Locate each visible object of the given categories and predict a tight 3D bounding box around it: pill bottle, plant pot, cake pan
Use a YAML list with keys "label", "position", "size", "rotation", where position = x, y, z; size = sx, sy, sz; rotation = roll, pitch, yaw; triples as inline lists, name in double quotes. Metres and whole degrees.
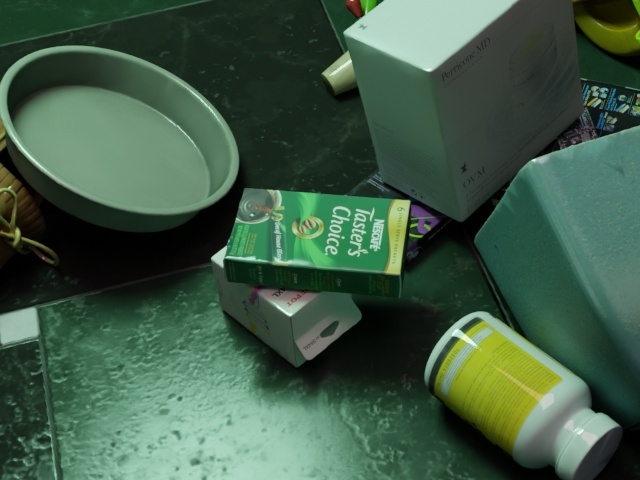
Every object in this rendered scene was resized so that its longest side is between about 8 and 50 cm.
- label: "pill bottle"
  position: [0.198, 0.157, 1.195]
  size: [0.103, 0.103, 0.184]
  rotation: [-36, 54, -24]
- label: "plant pot"
  position: [0.330, 0.041, 1.198]
  size: [0.247, 0.248, 0.252]
  rotation: [-18, 75, -10]
- label: "cake pan"
  position: [-0.241, -0.118, 1.447]
  size: [0.293, 0.054, 0.293]
  rotation: [19, 39, -16]

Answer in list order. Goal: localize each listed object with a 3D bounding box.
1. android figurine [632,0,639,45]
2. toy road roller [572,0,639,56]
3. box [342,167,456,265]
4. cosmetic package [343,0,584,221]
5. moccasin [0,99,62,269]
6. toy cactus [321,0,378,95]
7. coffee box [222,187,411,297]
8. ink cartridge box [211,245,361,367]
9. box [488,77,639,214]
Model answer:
- label: "android figurine"
  position: [0.467, -0.266, 1.467]
  size: [0.248, 0.273, 0.056]
  rotation: [-43, 23, -28]
- label: "toy road roller"
  position: [0.366, -0.369, 1.628]
  size: [0.202, 0.240, 0.329]
  rotation: [-32, 16, -22]
- label: "box"
  position: [0.108, -0.050, 1.443]
  size: [0.116, 0.029, 0.162]
  rotation: [34, 58, 30]
- label: "cosmetic package"
  position: [0.168, -0.186, 1.368]
  size: [0.224, 0.224, 0.138]
  rotation: [-41, 47, -21]
- label: "moccasin"
  position: [-0.377, -0.034, 1.418]
  size: [0.147, 0.139, 0.380]
  rotation: [-2, 38, 16]
- label: "toy cactus"
  position: [0.085, -0.252, 1.592]
  size: [0.180, 0.112, 0.219]
  rotation: [-33, 61, -10]
- label: "coffee box"
  position: [0.000, 0.000, 1.278]
  size: [0.184, 0.040, 0.113]
  rotation: [6, 46, 8]
- label: "ink cartridge box"
  position: [-0.033, 0.057, 1.319]
  size: [0.143, 0.090, 0.092]
  rotation: [34, 59, 31]
- label: "box"
  position: [0.314, -0.103, 1.455]
  size: [0.175, 0.051, 0.220]
  rotation: [13, 51, 17]
